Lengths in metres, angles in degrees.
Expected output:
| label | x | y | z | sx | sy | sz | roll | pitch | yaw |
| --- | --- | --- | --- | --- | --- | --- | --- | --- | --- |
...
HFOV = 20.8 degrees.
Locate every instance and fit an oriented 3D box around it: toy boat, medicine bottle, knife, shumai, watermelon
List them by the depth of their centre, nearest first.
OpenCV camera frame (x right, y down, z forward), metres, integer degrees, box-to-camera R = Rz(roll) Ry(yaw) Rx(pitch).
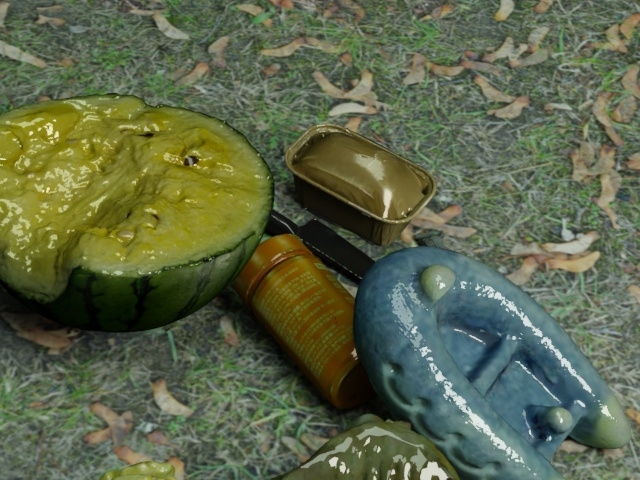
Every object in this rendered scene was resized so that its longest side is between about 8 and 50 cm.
| label | x | y | z | sx | sy | sz | roll | pitch | yaw |
| --- | --- | --- | --- | --- | --- | --- | --- | --- | --- |
| shumai | 0.025 | 0.300 | 1.679 | 0.272 | 0.203 | 0.222 | -43 | 91 | -10 |
| toy boat | 0.181 | 0.130 | 1.786 | 0.330 | 0.123 | 0.215 | 45 | 53 | 1 |
| medicine bottle | -0.004 | 0.087 | 1.887 | 0.096 | 0.096 | 0.192 | -23 | 52 | -27 |
| watermelon | -0.222 | -0.013 | 1.895 | 0.331 | 0.189 | 0.330 | 11 | 39 | -9 |
| knife | 0.000 | 0.000 | 2.027 | 0.230 | 0.028 | 0.060 | 30 | 37 | 18 |

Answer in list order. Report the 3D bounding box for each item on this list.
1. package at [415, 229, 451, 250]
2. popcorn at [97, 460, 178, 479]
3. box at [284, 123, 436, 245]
| label | x | y | z | sx | sy | sz | roll | pitch | yaw |
| --- | --- | --- | --- | --- | --- | --- | --- | --- | --- |
| package | 0.147 | 0.027 | 2.022 | 0.037 | 0.015 | 0.110 | -13 | 50 | -20 |
| popcorn | -0.173 | 0.282 | 1.649 | 0.162 | 0.141 | 0.135 | 29 | 30 | -36 |
| box | 0.044 | -0.069 | 2.041 | 0.177 | 0.111 | 0.111 | 27 | 49 | 18 |
